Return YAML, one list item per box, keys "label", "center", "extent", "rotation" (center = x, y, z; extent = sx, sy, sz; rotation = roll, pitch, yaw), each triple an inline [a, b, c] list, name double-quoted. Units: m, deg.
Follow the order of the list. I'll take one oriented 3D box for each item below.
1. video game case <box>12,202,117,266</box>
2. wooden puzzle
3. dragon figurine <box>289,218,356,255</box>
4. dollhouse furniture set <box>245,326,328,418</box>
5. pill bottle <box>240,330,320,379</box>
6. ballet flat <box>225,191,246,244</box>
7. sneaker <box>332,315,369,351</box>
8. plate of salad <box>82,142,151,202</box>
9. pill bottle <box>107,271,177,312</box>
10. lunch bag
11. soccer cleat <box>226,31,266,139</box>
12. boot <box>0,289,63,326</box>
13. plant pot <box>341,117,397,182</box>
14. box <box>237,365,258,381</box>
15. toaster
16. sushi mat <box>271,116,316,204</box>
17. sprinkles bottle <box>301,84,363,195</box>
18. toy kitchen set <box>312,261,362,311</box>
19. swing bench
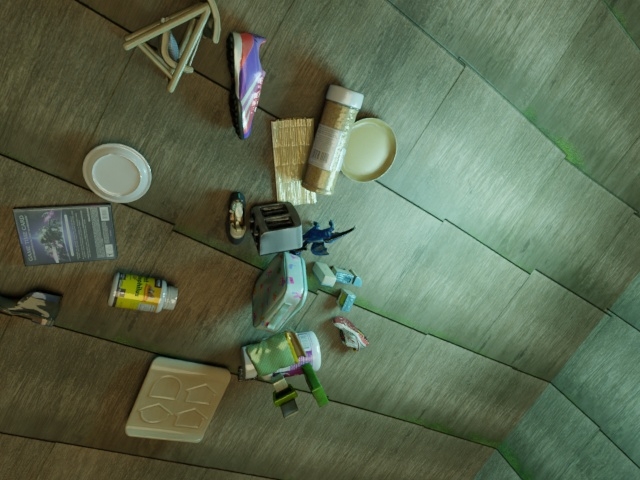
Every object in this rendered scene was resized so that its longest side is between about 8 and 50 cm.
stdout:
- label: "video game case"
  center: [-0.809, -0.019, 1.507]
  extent: [0.274, 0.026, 0.196]
  rotation: [-4, 116, -17]
- label: "wooden puzzle"
  center: [-0.570, 0.633, 1.884]
  extent: [0.322, 0.080, 0.348]
  rotation: [19, 102, -27]
- label: "dragon figurine"
  center: [0.000, 0.000, 1.711]
  extent: [0.144, 0.289, 0.085]
  rotation: [-54, 132, -35]
- label: "dollhouse furniture set"
  center: [-0.124, 0.497, 1.734]
  extent: [0.197, 0.151, 0.302]
  rotation: [-25, 121, -7]
- label: "pill bottle"
  center: [-0.163, 0.469, 1.895]
  extent: [0.301, 0.169, 0.169]
  rotation: [-5, 116, -17]
- label: "ballet flat"
  center: [-0.293, -0.067, 1.646]
  extent: [0.074, 0.074, 0.203]
  rotation: [-2, 115, -19]
- label: "sneaker"
  center: [0.121, 0.409, 2.018]
  extent: [0.092, 0.088, 0.225]
  rotation: [-41, 121, 4]
- label: "plate of salad"
  center: [-0.631, -0.211, 1.466]
  extent: [0.199, 0.048, 0.200]
  rotation: [-5, 122, -8]
- label: "pill bottle"
  center: [-0.611, 0.184, 1.623]
  extent: [0.214, 0.117, 0.117]
  rotation: [13, 109, -25]
- label: "lunch bag"
  center: [-0.152, 0.197, 1.706]
  extent: [0.107, 0.224, 0.279]
  rotation: [16, 132, -28]
- label: "soccer cleat"
  center: [-0.223, -0.473, 1.459]
  extent: [0.116, 0.108, 0.319]
  rotation: [-8, 115, -21]
- label: "boot"
  center: [-0.965, 0.194, 1.539]
  extent: [0.219, 0.082, 0.106]
  rotation: [29, 81, -25]
- label: "plant pot"
  center: [0.166, -0.328, 1.711]
  extent: [0.236, 0.032, 0.237]
  rotation: [-8, 116, -17]
- label: "box"
  center: [-0.303, 0.556, 1.973]
  extent: [0.083, 0.018, 0.067]
  rotation: [-1, 115, -20]
- label: "toaster"
  center: [-0.149, -0.040, 1.647]
  extent: [0.185, 0.168, 0.110]
  rotation: [-10, 131, -15]
- label: "sushi mat"
  center: [-0.089, -0.272, 1.652]
  extent: [0.151, 0.019, 0.317]
  rotation: [-10, 118, -15]
- label: "sprinkles bottle"
  center: [0.036, -0.336, 1.596]
  extent: [0.121, 0.121, 0.356]
  rotation: [10, 107, -24]
- label: "toy kitchen set"
  center: [0.058, 0.201, 1.874]
  extent: [0.207, 0.122, 0.166]
  rotation: [14, 109, -25]
- label: "swing bench"
  center: [-0.382, -0.562, 1.268]
  extent: [0.254, 0.253, 0.165]
  rotation: [-44, 121, 5]
